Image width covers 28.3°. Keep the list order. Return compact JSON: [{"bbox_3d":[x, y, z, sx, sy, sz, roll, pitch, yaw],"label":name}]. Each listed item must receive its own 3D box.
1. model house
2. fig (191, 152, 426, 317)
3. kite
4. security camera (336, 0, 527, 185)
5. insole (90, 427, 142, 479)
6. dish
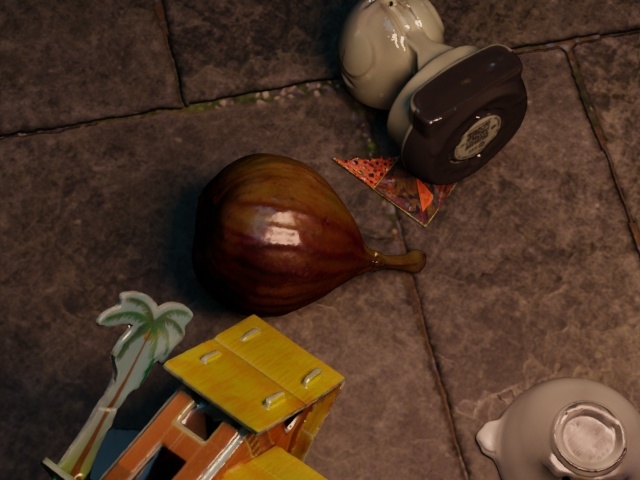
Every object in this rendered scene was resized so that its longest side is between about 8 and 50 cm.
[{"bbox_3d":[-0.104,0.222,1.415,0.300,0.340,0.323,29,65,25],"label":"model house"},{"bbox_3d":[0.000,0.000,1.643,0.321,0.217,0.216,6,63,-21],"label":"fig"},{"bbox_3d":[0.135,-0.074,1.773,0.222,0.008,0.125,-7,66,-7],"label":"kite"},{"bbox_3d":[0.130,-0.228,1.743,0.197,0.191,0.277,-34,65,-14],"label":"security camera"},{"bbox_3d":[-0.199,0.284,1.587,0.232,0.003,0.080,13,65,2],"label":"insole"},{"bbox_3d":[0.330,0.267,1.582,0.236,0.086,0.227,-12,66,-8],"label":"dish"}]
